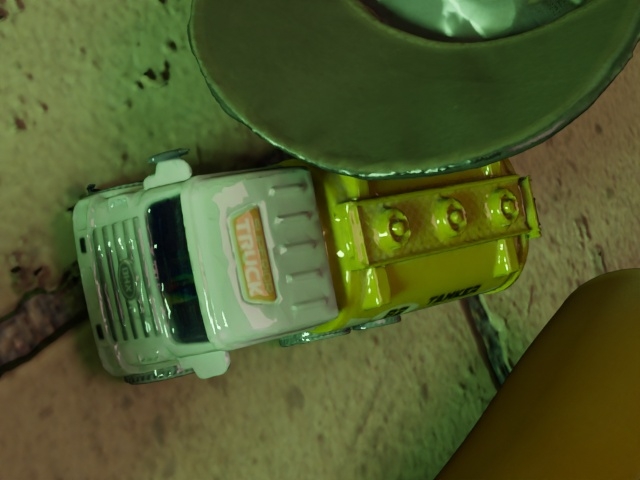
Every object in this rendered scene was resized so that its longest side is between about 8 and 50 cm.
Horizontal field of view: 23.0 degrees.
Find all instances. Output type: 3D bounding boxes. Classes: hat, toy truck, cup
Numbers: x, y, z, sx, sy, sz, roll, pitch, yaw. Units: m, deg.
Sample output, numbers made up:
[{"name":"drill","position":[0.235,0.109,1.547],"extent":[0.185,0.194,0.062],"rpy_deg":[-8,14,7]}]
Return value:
[{"name":"hat","position":[0.049,-0.086,0.769],"extent":[0.149,0.214,0.244],"rpy_deg":[85,29,-52]},{"name":"toy truck","position":[0.000,0.000,0.744],"extent":[0.227,0.114,0.098],"rpy_deg":[-11,89,-47]},{"name":"cup","position":[0.142,0.161,0.841],"extent":[0.264,0.182,0.226],"rpy_deg":[-37,139,-37]}]
